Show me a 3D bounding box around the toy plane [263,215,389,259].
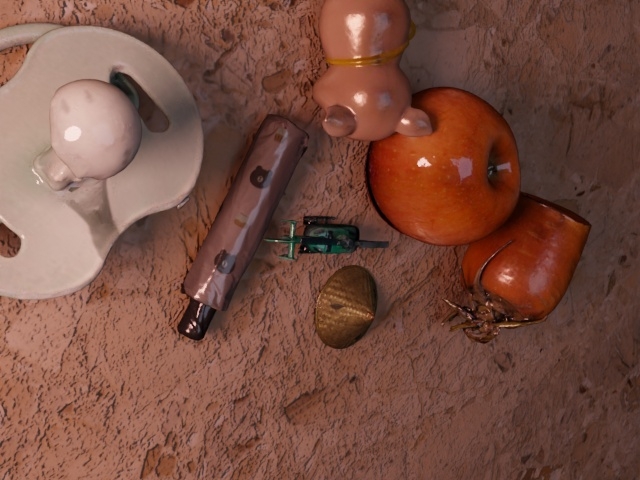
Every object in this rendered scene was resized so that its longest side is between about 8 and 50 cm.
[{"bbox_3d":[0.000,0.000,1.273,0.235,0.096,0.060,0,102,-47],"label":"toy plane"}]

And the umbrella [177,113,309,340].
[{"bbox_3d":[-0.114,-0.018,1.188,0.073,0.067,0.337,30,83,-33],"label":"umbrella"}]

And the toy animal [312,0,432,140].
[{"bbox_3d":[0.069,-0.269,1.231,0.165,0.149,0.248,-5,91,-6],"label":"toy animal"}]

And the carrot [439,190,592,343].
[{"bbox_3d":[0.363,0.047,1.550,0.331,0.193,0.214,-61,170,-6],"label":"carrot"}]

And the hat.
[{"bbox_3d":[0.064,0.118,1.389,0.146,0.067,0.146,-14,111,-39],"label":"hat"}]

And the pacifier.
[{"bbox_3d":[-0.269,-0.109,0.893,0.288,0.269,0.343,48,64,-13],"label":"pacifier"}]

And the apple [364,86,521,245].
[{"bbox_3d":[0.206,-0.116,1.359,0.251,0.206,0.272,-47,127,-27],"label":"apple"}]
